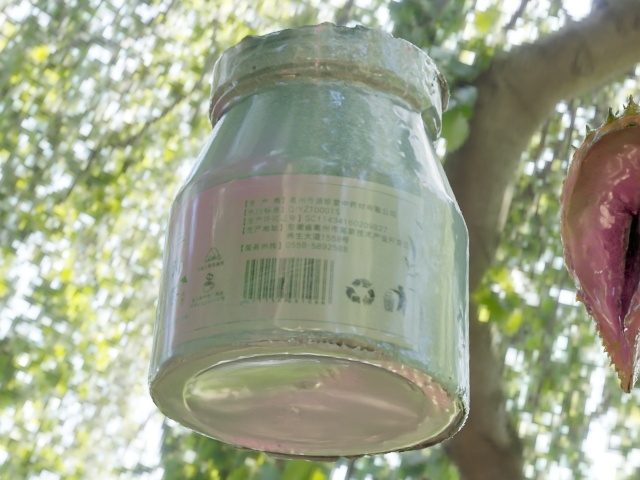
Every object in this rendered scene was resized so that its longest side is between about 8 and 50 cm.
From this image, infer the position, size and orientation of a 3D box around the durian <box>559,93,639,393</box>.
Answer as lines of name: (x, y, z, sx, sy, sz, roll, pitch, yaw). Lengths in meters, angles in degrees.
durian: (0.309, -0.028, 1.385, 0.186, 0.154, 0.260, 38, -53, 10)

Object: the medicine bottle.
medicine bottle: (0.000, 0.000, 1.149, 0.245, 0.290, 0.245, 4, -27, 2)
